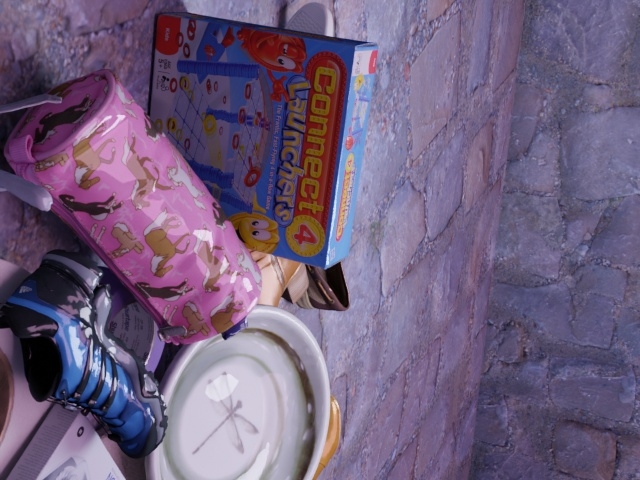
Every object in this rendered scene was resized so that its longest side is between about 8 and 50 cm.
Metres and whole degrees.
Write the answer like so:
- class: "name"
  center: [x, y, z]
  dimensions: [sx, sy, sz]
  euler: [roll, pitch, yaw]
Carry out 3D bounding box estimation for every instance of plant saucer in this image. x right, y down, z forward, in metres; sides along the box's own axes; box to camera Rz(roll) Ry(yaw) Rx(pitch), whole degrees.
- class: "plant saucer"
  center: [-0.147, 0.299, 1.501]
  dimensions: [0.400, 0.100, 0.401]
  euler: [-7, 99, -48]

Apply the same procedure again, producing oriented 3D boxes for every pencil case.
- class: "pencil case"
  center: [-0.223, -0.030, 1.148]
  dimensions: [0.386, 0.160, 0.167]
  euler: [57, 15, -38]

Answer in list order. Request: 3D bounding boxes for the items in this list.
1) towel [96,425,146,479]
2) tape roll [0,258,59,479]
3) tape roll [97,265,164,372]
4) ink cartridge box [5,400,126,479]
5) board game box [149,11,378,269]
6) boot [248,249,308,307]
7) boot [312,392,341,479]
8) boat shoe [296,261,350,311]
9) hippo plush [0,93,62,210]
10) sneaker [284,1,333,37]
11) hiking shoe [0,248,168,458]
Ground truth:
- class: "towel"
  center: [-0.312, 0.369, 1.382]
  dimensions: [0.282, 0.049, 0.187]
  euler: [-24, 114, -62]
- class: "tape roll"
  center: [-0.438, 0.197, 1.010]
  dimensions: [0.392, 0.072, 0.392]
  euler: [-45, 144, -49]
- class: "tape roll"
  center: [-0.299, 0.136, 1.275]
  dimensions: [0.189, 0.080, 0.189]
  euler: [-44, 141, -51]
- class: "ink cartridge box"
  center: [-0.345, 0.354, 1.170]
  dimensions: [0.223, 0.045, 0.224]
  euler: [80, 32, -50]
- class: "board game box"
  center: [-0.092, -0.145, 1.289]
  dimensions: [0.086, 0.301, 0.308]
  euler: [-27, 127, -63]
- class: "boot"
  center: [-0.128, 0.083, 1.607]
  dimensions: [0.283, 0.109, 0.220]
  euler: [-49, 139, -26]
- class: "boot"
  center: [-0.054, 0.484, 2.002]
  dimensions: [0.211, 0.104, 0.295]
  euler: [-5, 112, -66]
- class: "boat shoe"
  center: [0.000, 0.000, 1.788]
  dimensions: [0.123, 0.123, 0.342]
  euler: [-44, 137, -44]
- class: "hippo plush"
  center: [-0.378, -0.056, 0.829]
  dimensions: [0.237, 0.294, 0.234]
  euler: [105, -17, -52]
- class: "sneaker"
  center: [-0.007, -0.307, 1.647]
  dimensions: [0.151, 0.094, 0.256]
  euler: [-28, 138, -52]
- class: "hiking shoe"
  center: [-0.290, 0.161, 1.096]
  dimensions: [0.132, 0.113, 0.304]
  euler: [-46, 127, -39]
